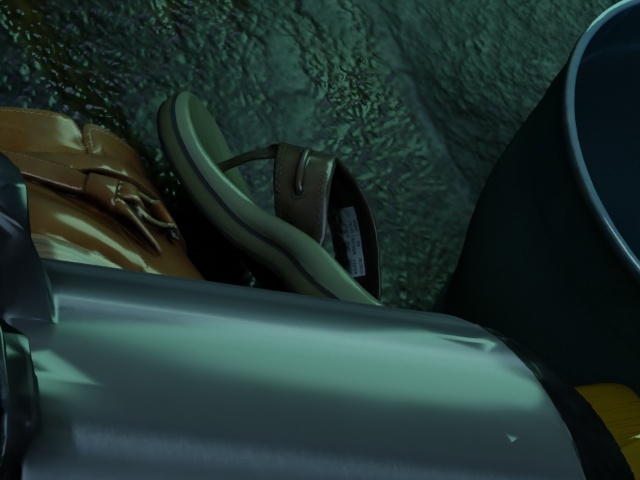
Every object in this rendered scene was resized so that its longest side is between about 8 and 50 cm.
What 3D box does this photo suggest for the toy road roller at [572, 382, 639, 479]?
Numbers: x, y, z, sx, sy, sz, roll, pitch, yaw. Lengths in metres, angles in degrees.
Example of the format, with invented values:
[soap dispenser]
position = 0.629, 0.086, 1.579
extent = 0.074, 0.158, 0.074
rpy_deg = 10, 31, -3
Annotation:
[toy road roller]
position = 0.144, 0.225, 0.879
extent = 0.203, 0.329, 0.240
rpy_deg = -4, 40, -32

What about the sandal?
[sandal]
position = 0.001, 0.001, 1.000
extent = 0.086, 0.120, 0.303
rpy_deg = -41, 49, -5

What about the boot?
[boot]
position = -0.095, 0.037, 1.000
extent = 0.283, 0.109, 0.220
rpy_deg = 20, 29, -32

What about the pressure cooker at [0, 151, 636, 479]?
[pressure cooker]
position = -0.111, 0.182, 0.700
extent = 0.421, 0.375, 0.369
rpy_deg = 8, 59, -25

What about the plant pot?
[plant pot]
position = 0.206, 0.029, 1.054
extent = 0.272, 0.255, 0.271
rpy_deg = 14, 53, -20
